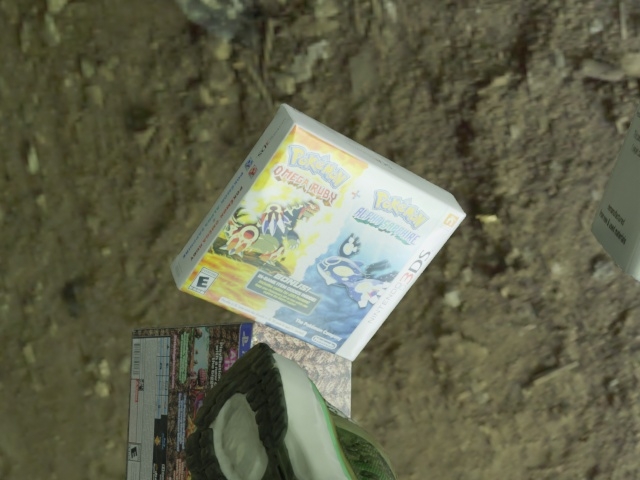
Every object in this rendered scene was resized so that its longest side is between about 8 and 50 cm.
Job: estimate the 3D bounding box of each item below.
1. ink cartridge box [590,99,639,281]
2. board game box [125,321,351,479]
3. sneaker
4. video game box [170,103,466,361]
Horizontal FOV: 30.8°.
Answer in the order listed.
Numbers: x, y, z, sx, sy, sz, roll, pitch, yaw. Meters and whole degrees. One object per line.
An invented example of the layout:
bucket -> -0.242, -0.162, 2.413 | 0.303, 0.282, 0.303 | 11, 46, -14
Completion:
ink cartridge box -> 0.287, -0.090, 0.586 | 0.201, 0.117, 0.278 | 18, 104, -1
board game box -> -0.106, 0.221, 1.406 | 0.291, 0.141, 0.232 | -7, 79, 53
sneaker -> 0.040, 0.238, 0.857 | 0.158, 0.182, 0.410 | -54, 34, 20
video game box -> 0.000, 0.000, 1.051 | 0.187, 0.205, 0.048 | -55, 32, 16
